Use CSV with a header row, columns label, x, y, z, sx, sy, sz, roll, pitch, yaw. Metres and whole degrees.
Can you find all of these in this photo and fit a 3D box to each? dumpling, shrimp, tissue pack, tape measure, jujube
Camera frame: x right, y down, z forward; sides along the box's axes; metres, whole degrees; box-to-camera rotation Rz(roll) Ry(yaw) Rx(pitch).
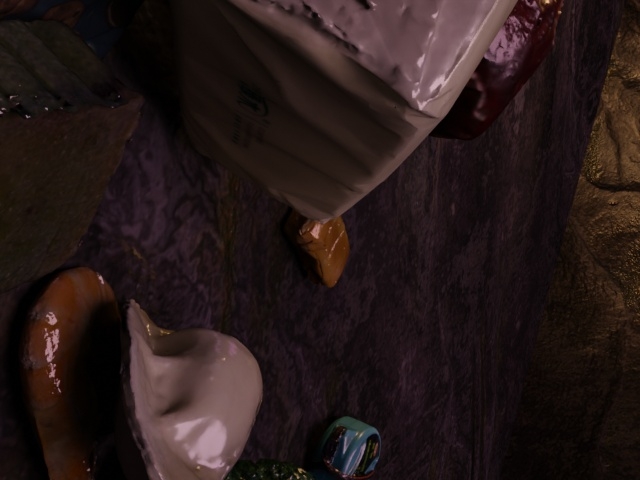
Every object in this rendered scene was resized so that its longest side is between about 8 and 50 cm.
label,x,y,z,sx,sy,sz,roll,pitch,yaw
dumpling,-0.128,0.128,0.673,0.173,0.142,0.247,61,0,-15
shrimp,-0.208,0.134,0.678,0.133,0.053,0.236,-63,154,-70
tissue pack,0.026,-0.201,0.599,0.297,0.207,0.380,-61,-177,-10
tape measure,0.038,0.332,1.171,0.146,0.080,0.125,27,81,-62
jujube,0.200,-0.293,1.043,0.376,0.258,0.258,-45,139,-38

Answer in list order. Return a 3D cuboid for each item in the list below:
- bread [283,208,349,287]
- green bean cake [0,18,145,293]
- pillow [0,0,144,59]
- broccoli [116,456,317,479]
label,x,y,z,sx,sy,sz,roll,pitch,yaw
bread,0.000,0.000,0.981,0.074,0.053,0.132,-60,150,-28
green bean cake,-0.216,-0.041,0.458,0.181,0.094,0.173,-51,166,33
pillow,-0.195,-0.141,0.462,0.189,0.034,0.255,-47,169,25
broccoli,-0.103,0.319,0.770,0.270,0.269,0.270,148,-39,-79
